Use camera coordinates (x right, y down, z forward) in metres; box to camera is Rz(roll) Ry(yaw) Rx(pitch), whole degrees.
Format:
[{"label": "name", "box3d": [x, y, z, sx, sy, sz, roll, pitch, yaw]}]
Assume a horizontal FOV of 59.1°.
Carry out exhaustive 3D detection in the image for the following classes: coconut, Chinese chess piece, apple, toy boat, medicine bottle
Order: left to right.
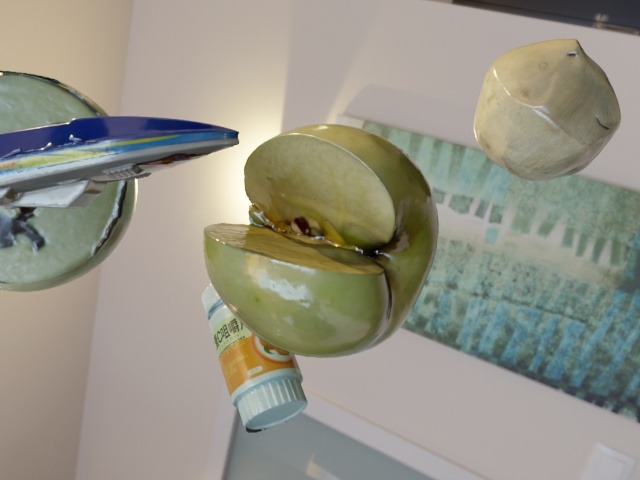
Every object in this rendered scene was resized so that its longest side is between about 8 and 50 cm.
[{"label": "Chinese chess piece", "box3d": [-0.475, -0.092, 0.902, 0.349, 0.349, 0.146, -67, 15, -7]}, {"label": "toy boat", "box3d": [-0.231, -0.085, 0.604, 0.129, 0.295, 0.088, -134, 34, -86]}, {"label": "medicine bottle", "box3d": [-0.145, 0.237, 1.231, 0.158, 0.318, 0.158, -19, -30, -11]}, {"label": "apple", "box3d": [0.000, 0.000, 0.707, 0.292, 0.254, 0.292, -18, -66, -47]}, {"label": "coconut", "box3d": [0.345, -0.201, 0.860, 0.224, 0.224, 0.224, -49, -30, -42]}]
